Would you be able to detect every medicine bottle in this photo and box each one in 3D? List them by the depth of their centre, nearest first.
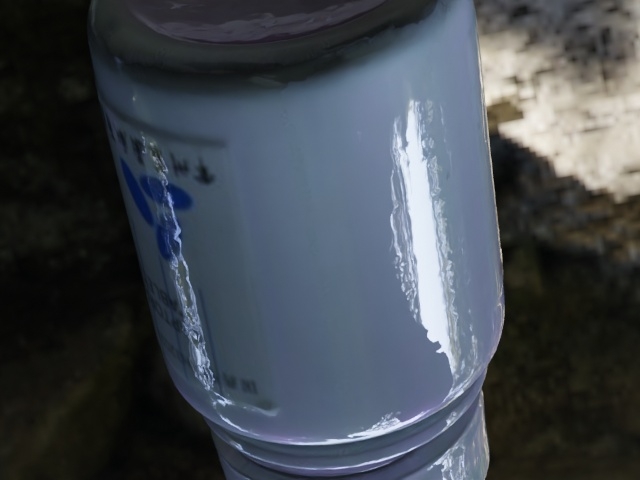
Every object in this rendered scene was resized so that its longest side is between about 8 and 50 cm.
[{"bbox_3d":[0.000,0.000,0.897,0.170,0.293,0.170,-8,-145,5],"label":"medicine bottle"}]
